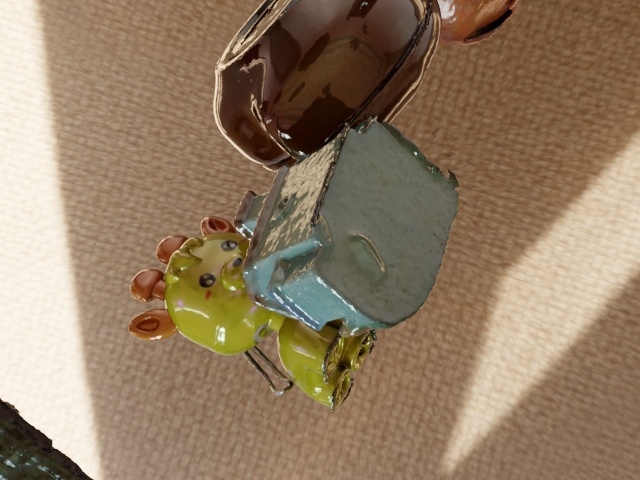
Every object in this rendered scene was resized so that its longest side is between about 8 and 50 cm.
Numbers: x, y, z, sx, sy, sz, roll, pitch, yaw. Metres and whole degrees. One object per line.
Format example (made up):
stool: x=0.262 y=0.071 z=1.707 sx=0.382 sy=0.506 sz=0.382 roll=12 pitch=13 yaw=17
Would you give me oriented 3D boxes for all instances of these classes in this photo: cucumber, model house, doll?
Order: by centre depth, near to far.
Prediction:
cucumber: x=-0.186 y=0.124 z=0.568 sx=0.220 sy=0.070 sz=0.046 roll=41 pitch=73 yaw=0
model house: x=0.000 y=0.000 z=0.696 sx=0.119 sy=0.149 sz=0.148 roll=39 pitch=57 yaw=-29
doll: x=-0.064 y=0.057 z=0.862 sx=0.221 sy=0.135 sz=0.143 roll=20 pitch=62 yaw=17

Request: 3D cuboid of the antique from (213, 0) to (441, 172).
antique: x=-0.002 y=-0.159 z=0.852 sx=0.129 sy=0.278 sz=0.223 roll=40 pitch=112 yaw=-18

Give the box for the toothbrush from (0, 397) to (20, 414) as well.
toothbrush: x=-0.448 y=0.144 z=1.165 sx=0.041 sy=0.364 sz=0.041 roll=-4 pitch=56 yaw=6

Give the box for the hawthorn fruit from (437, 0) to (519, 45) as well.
hawthorn fruit: x=0.134 y=-0.372 z=1.122 sx=0.211 sy=0.211 sz=0.299 roll=-9 pitch=134 yaw=4
